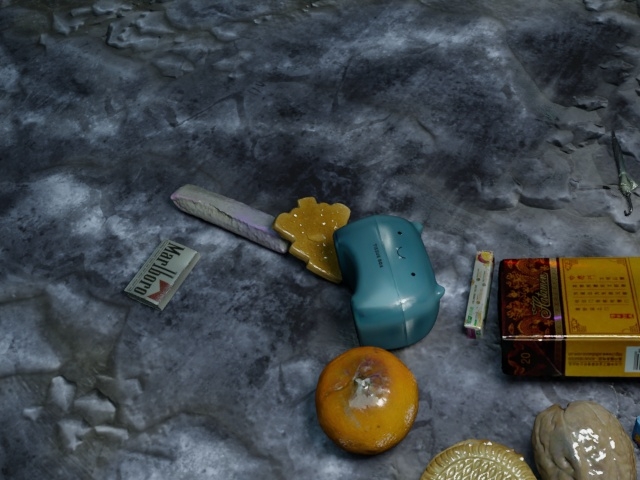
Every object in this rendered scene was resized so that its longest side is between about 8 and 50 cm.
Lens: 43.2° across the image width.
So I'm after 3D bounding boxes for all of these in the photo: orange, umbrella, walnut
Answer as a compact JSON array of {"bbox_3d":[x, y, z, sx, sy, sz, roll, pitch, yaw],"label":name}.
[{"bbox_3d":[0.091,0.320,1.645,0.224,0.170,0.224,-6,52,7],"label":"orange"},{"bbox_3d":[0.730,-0.171,1.939,0.044,0.044,0.268,15,54,-13],"label":"umbrella"},{"bbox_3d":[0.490,0.408,1.493,0.178,0.178,0.230,-12,64,5],"label":"walnut"}]

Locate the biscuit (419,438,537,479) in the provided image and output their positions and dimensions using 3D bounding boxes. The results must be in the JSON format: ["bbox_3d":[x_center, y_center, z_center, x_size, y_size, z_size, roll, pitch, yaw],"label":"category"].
[{"bbox_3d":[0.300,0.495,1.522,0.259,0.079,0.259,-7,54,10],"label":"biscuit"}]

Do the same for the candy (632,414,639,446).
[{"bbox_3d":[0.733,0.418,1.464,0.157,0.100,0.306,-29,52,-10],"label":"candy"}]

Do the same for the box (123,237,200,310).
[{"bbox_3d":[-0.395,0.082,2.024,0.115,0.036,0.177,19,60,25],"label":"box"}]

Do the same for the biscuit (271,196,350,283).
[{"bbox_3d":[0.000,0.000,1.951,0.212,0.041,0.238,-11,67,-29],"label":"biscuit"}]

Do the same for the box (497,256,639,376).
[{"bbox_3d":[0.572,0.149,1.645,0.416,0.115,0.264,-3,37,13],"label":"box"}]

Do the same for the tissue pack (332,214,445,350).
[{"bbox_3d":[0.152,0.088,1.784,0.206,0.198,0.287,-12,51,0],"label":"tissue pack"}]

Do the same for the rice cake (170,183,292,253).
[{"bbox_3d":[-0.219,-0.058,2.064,0.399,0.064,0.070,22,40,27],"label":"rice cake"}]

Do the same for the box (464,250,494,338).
[{"bbox_3d":[0.358,0.120,1.805,0.041,0.050,0.207,5,55,18],"label":"box"}]
